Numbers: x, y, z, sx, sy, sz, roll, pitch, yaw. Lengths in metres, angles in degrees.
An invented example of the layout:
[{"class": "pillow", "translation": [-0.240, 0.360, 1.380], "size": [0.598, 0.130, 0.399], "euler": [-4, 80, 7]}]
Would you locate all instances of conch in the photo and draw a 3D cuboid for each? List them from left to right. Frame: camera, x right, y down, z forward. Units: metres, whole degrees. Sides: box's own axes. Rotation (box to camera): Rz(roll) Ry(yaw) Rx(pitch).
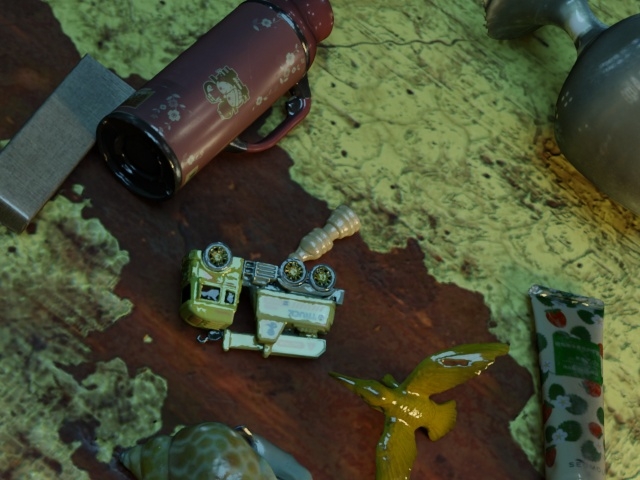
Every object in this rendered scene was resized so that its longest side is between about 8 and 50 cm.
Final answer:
[{"class": "conch", "translation": [-0.088, 0.231, 1.311], "size": [0.173, 0.106, 0.116], "euler": [19, 34, -29]}]

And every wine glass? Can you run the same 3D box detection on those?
[{"class": "wine glass", "translation": [0.357, -0.194, 1.607], "size": [0.238, 0.238, 0.323], "euler": [-25, 70, -27]}]

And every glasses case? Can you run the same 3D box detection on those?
[{"class": "glasses case", "translation": [-0.281, -0.103, 1.456], "size": [0.071, 0.047, 0.205], "euler": [37, 58, -7]}]

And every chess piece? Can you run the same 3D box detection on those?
[{"class": "chess piece", "translation": [0.000, 0.000, 1.501], "size": [0.092, 0.035, 0.035], "euler": [-39, 80, -26]}]

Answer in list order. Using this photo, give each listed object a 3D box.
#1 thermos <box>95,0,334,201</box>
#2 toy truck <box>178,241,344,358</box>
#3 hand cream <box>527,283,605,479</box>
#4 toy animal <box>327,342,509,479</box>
[{"class": "thermos", "translation": [-0.085, -0.173, 1.517], "size": [0.136, 0.109, 0.330], "euler": [40, 57, 6]}, {"class": "toy truck", "translation": [-0.063, 0.067, 1.422], "size": [0.168, 0.077, 0.100], "euler": [12, 74, -15]}, {"class": "hand cream", "translation": [0.270, 0.172, 1.484], "size": [0.095, 0.059, 0.276], "euler": [13, 56, -14]}, {"class": "toy animal", "translation": [0.072, 0.169, 1.401], "size": [0.155, 0.095, 0.219], "euler": [27, 89, -3]}]
